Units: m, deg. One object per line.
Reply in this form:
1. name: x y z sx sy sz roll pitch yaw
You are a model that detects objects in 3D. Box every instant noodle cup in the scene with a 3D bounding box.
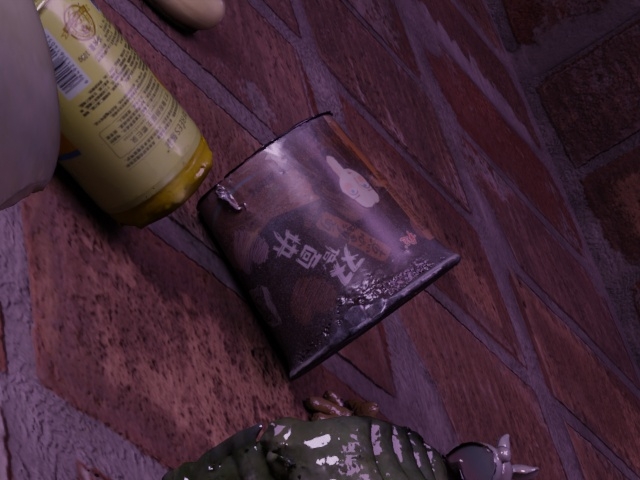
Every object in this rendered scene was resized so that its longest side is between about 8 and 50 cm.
1. instant noodle cup: 0.000 0.000 1.635 0.207 0.217 0.217 55 17 5

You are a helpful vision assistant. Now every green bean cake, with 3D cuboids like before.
1. green bean cake: -0.016 0.219 1.176 0.222 0.227 0.125 33 30 -56

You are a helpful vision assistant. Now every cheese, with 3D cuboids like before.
1. cheese: -0.198 -0.314 1.835 0.127 0.054 0.251 62 17 17

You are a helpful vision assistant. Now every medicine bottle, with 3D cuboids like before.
1. medicine bottle: -0.198 -0.117 1.407 0.239 0.124 0.124 51 19 -28

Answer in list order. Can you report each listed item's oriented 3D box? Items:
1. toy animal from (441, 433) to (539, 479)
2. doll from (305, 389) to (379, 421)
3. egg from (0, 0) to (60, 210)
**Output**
1. toy animal: 0.202 0.276 1.958 0.071 0.085 0.124 48 6 26
2. doll: 0.020 0.187 1.669 0.093 0.051 0.061 2 55 -36
3. egg: -0.302 -0.109 0.828 0.336 0.278 0.278 52 19 -19
